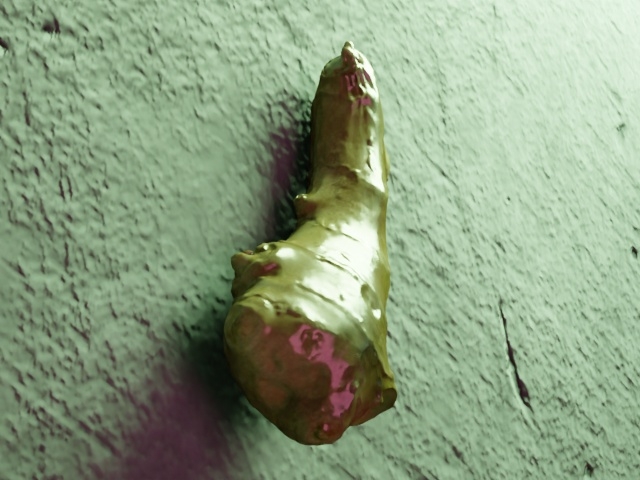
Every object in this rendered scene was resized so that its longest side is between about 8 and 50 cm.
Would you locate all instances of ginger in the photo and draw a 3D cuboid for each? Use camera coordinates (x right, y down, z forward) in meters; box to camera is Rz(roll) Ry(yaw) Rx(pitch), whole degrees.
[{"bbox_3d":[0.000,0.000,1.098,0.131,0.086,0.294,35,45,-32],"label":"ginger"}]
